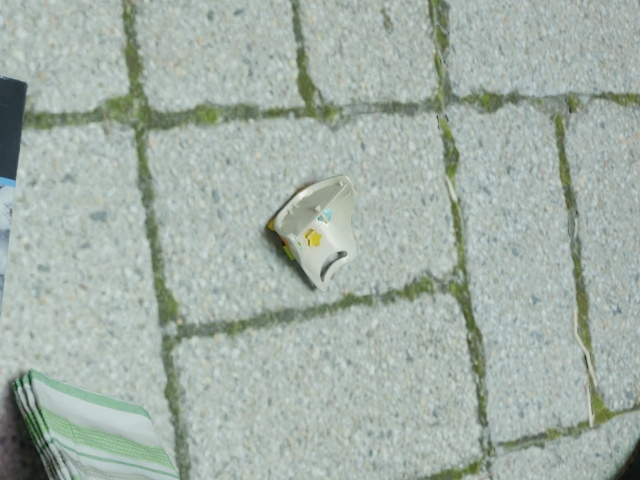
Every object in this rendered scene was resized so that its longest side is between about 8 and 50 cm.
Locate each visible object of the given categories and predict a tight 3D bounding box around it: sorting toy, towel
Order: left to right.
[{"bbox_3d":[-0.137,0.144,0.848,0.113,0.152,0.023,22,105,-36],"label":"towel"},{"bbox_3d":[0.000,0.000,1.047,0.083,0.045,0.075,-48,122,-34],"label":"sorting toy"}]

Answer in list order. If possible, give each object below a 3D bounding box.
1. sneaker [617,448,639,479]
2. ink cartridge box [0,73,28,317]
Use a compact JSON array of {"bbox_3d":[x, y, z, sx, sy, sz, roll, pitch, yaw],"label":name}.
[{"bbox_3d":[0.340,0.296,1.265,0.270,0.090,0.145,-38,106,-40],"label":"sneaker"},{"bbox_3d":[-0.294,-0.026,0.797,0.208,0.045,0.206,12,78,-38],"label":"ink cartridge box"}]
